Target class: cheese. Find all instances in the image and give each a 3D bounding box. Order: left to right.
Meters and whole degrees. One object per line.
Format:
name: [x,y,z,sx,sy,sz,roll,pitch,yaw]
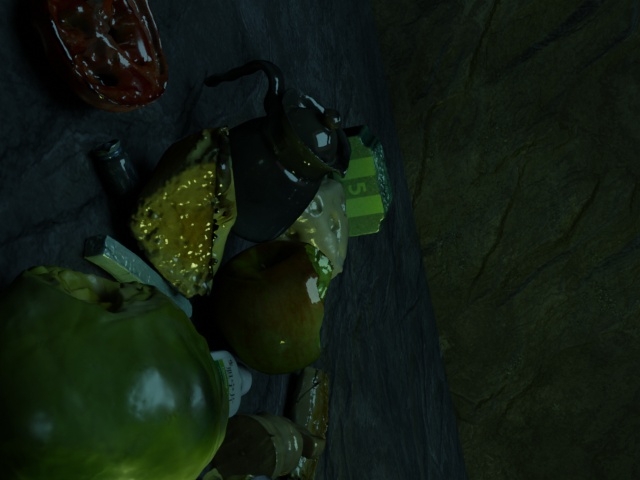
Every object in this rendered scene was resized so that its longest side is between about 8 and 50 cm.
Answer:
cheese: [-0.039,-0.069,1.696,0.251,0.173,0.248,58,31,-38]

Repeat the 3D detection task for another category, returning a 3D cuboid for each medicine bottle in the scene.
medicine bottle: [-0.186,0.250,1.278,0.183,0.069,0.119,10,70,-71]

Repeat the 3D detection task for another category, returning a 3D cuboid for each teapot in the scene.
teapot: [-0.305,-0.113,1.132,0.064,0.049,0.083,-68,143,-56]
teapot: [-0.079,-0.186,1.407,0.223,0.285,0.305,19,45,-48]

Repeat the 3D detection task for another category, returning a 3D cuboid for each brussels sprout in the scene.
brussels sprout: [-0.242,0.171,0.857,0.344,0.268,0.344,-16,90,-75]

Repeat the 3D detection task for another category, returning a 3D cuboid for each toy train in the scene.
toy train: [0.055,-0.142,1.884,0.167,0.238,0.299,-62,139,-65]

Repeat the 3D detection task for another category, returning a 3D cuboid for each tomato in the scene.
tomato: [-0.331,-0.291,1.079,0.228,0.101,0.228,34,50,-53]

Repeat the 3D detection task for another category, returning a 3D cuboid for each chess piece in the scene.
chess piece: [-0.090,0.384,1.417,0.301,0.137,0.137,20,62,-71]

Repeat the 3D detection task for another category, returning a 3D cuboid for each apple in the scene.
apple: [-0.075,0.125,1.373,0.246,0.246,0.226,-63,145,-59]

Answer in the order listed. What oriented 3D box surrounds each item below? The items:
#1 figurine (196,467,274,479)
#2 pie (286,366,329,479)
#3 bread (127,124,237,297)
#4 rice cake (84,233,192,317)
figurine: [-0.154,0.420,1.153,0.208,0.184,0.128,42,-7,35]
pie: [-0.030,0.418,1.639,0.129,0.068,0.283,58,30,-46]
bread: [-0.212,-0.060,1.199,0.204,0.162,0.262,-84,-174,-63]
rice cake: [-0.273,0.065,1.148,0.245,0.045,0.042,55,31,-52]
